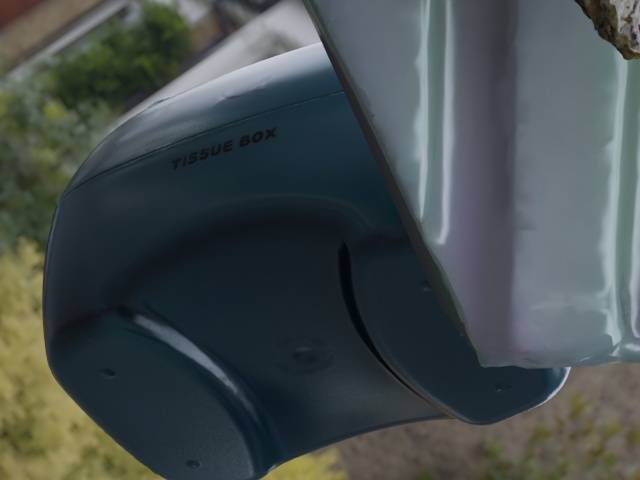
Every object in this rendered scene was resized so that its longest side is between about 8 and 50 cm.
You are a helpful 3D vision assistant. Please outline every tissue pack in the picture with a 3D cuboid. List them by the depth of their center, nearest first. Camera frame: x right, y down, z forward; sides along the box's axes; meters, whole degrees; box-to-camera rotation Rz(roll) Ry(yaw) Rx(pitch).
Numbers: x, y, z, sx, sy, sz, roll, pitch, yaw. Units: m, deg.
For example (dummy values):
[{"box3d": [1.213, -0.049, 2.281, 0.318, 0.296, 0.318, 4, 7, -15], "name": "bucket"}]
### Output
[{"box3d": [0.000, 0.000, 1.068, 0.287, 0.206, 0.198, -17, -48, 26], "name": "tissue pack"}]

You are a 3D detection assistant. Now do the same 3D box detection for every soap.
[{"box3d": [0.111, -0.181, 0.707, 0.156, 0.261, 0.446, -124, -146, -76], "name": "soap"}]

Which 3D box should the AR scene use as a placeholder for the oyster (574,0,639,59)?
[{"box3d": [0.083, -0.104, 0.605, 0.093, 0.051, 0.034, 44, -28, -20], "name": "oyster"}]
